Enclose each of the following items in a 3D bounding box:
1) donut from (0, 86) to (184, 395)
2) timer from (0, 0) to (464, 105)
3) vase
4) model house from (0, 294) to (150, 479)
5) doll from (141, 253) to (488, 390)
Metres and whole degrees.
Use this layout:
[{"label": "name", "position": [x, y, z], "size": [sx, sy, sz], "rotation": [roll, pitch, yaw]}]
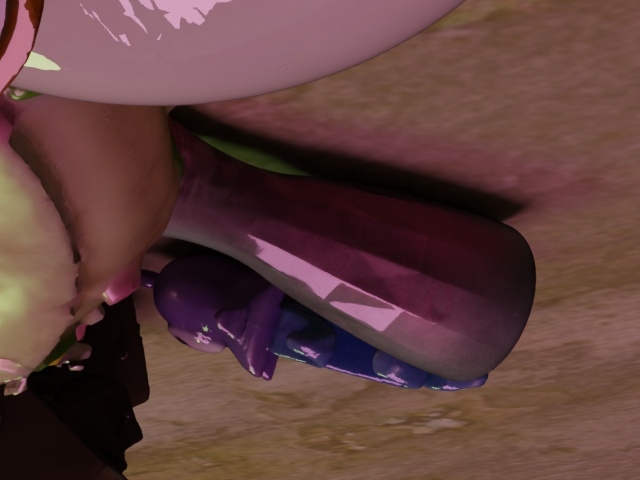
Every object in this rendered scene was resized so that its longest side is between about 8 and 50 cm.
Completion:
[{"label": "donut", "position": [-0.219, -0.081, 0.647], "size": [0.371, 0.150, 0.307], "rotation": [14, 152, -14]}, {"label": "timer", "position": [-0.038, -0.152, 0.460], "size": [0.233, 0.240, 0.233], "rotation": [2, 127, 2]}, {"label": "vase", "position": [0.000, 0.000, 0.973], "size": [0.214, 0.086, 0.086], "rotation": [21, 153, -29]}, {"label": "model house", "position": [-0.183, 0.079, 1.106], "size": [0.204, 0.211, 0.243], "rotation": [-31, 153, -44]}, {"label": "doll", "position": [-0.008, 0.048, 1.085], "size": [0.206, 0.067, 0.110], "rotation": [16, -175, 8]}]
